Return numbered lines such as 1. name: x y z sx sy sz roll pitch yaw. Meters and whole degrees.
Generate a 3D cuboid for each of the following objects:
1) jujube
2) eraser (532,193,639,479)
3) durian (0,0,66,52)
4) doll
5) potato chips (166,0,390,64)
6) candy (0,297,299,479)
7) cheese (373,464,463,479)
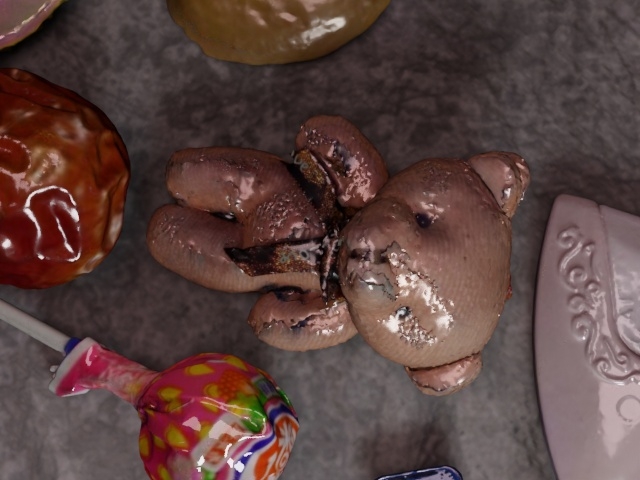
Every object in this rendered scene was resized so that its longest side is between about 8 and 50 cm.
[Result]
1. jujube: -0.273 -0.057 0.933 0.251 0.174 0.174 20 86 6
2. eraser: 0.250 0.103 0.924 0.204 0.059 0.243 18 82 7
3. durian: -0.297 -0.236 0.979 0.261 0.154 0.186 -13 105 1
4. doll: 0.000 0.000 0.916 0.303 0.156 0.201 12 92 11
5. potato chips: -0.035 -0.225 0.991 0.202 0.049 0.150 1 79 11
6. candy: -0.186 0.096 0.956 0.365 0.124 0.124 26 87 15
7. cheese: 0.095 0.301 0.919 0.155 0.062 0.244 -10 83 6
